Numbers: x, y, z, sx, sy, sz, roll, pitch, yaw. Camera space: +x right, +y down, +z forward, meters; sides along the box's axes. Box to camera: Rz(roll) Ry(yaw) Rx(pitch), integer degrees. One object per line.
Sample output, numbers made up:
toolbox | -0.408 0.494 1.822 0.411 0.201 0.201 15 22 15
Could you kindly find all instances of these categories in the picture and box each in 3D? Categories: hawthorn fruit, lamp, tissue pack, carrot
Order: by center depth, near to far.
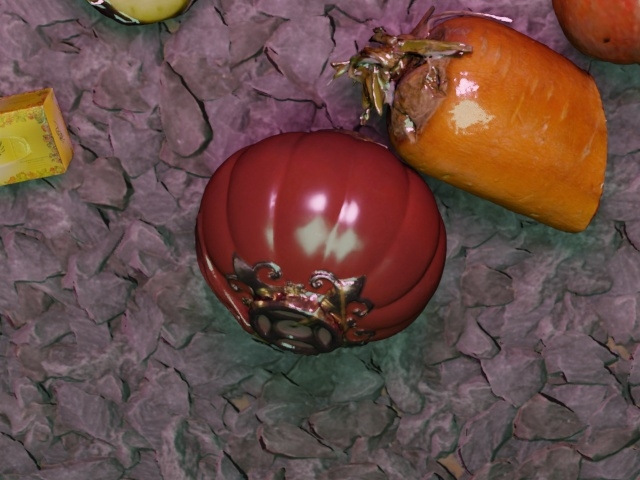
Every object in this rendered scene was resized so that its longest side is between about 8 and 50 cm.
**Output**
hawthorn fruit | 0.358 -0.322 1.664 0.210 0.210 0.262 3 101 1
carrot | 0.185 -0.158 1.740 0.331 0.193 0.214 19 95 -18
lamp | 0.000 0.000 1.801 0.303 0.257 0.303 12 151 7
tissue pack | -0.405 -0.120 1.873 0.176 0.062 0.095 -10 117 9

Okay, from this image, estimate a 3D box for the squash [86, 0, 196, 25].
squash | -0.188 -0.353 1.678 0.237 0.155 0.204 -3 163 7
